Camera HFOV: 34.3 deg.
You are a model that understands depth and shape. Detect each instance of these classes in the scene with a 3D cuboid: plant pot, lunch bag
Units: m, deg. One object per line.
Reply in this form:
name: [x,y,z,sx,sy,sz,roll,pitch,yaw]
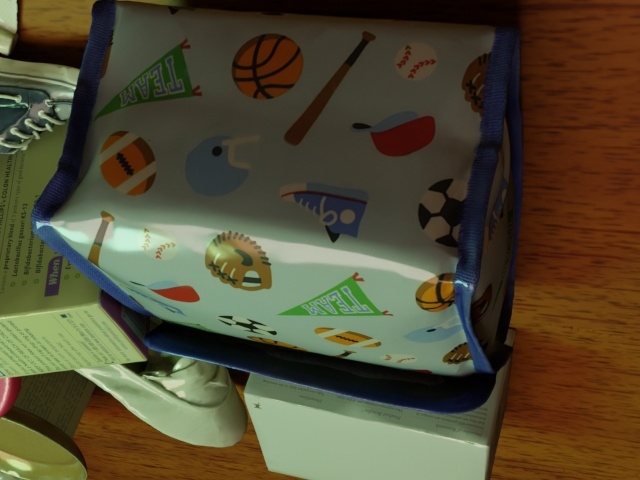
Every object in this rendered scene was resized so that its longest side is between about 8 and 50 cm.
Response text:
plant pot: [-0.436,0.281,1.467,0.236,0.032,0.236,12,147,8]
lunch bag: [0.000,0.000,0.864,0.328,0.238,0.385,10,162,14]

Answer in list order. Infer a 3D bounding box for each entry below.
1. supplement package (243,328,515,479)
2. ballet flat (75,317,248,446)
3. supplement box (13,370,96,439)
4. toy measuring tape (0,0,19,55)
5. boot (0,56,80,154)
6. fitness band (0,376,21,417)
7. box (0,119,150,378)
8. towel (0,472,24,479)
supplement package: [0.071,0.185,1.165,0.262,0.145,0.204,11,146,14]
ballet flat: [-0.220,0.126,1.262,0.400,0.139,0.139,36,143,-23]
supplement box: [-0.447,0.195,1.477,0.220,0.114,0.111,37,142,-28]
toy measuring tape: [-0.257,-0.219,0.771,0.121,0.121,0.330,23,147,-6]
boot: [-0.256,-0.113,0.931,0.190,0.086,0.069,11,177,15]
fitness band: [-0.506,0.120,1.323,0.291,0.054,0.209,38,110,3]
box: [-0.285,0.008,0.965,0.243,0.213,0.117,-8,148,9]
towel: [-0.618,0.343,1.594,0.332,0.317,0.053,28,151,-16]
